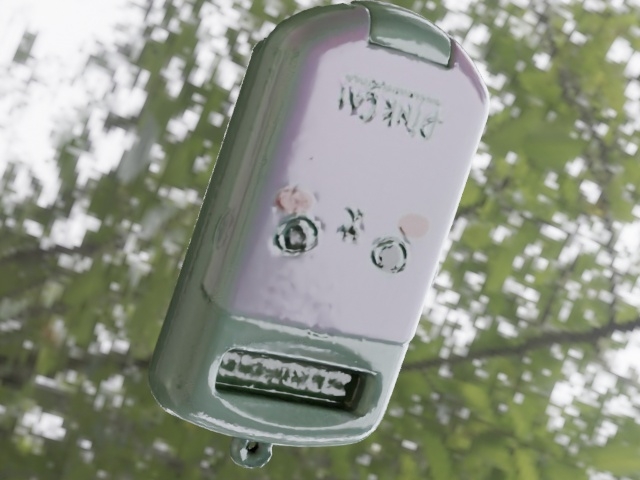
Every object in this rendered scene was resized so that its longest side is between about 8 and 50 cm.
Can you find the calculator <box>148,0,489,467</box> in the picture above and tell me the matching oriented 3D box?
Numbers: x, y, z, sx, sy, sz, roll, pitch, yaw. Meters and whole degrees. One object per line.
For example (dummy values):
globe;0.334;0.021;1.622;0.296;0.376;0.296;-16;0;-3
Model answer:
calculator;0.000;0.000;0.919;0.045;0.141;0.246;29;-79;52
